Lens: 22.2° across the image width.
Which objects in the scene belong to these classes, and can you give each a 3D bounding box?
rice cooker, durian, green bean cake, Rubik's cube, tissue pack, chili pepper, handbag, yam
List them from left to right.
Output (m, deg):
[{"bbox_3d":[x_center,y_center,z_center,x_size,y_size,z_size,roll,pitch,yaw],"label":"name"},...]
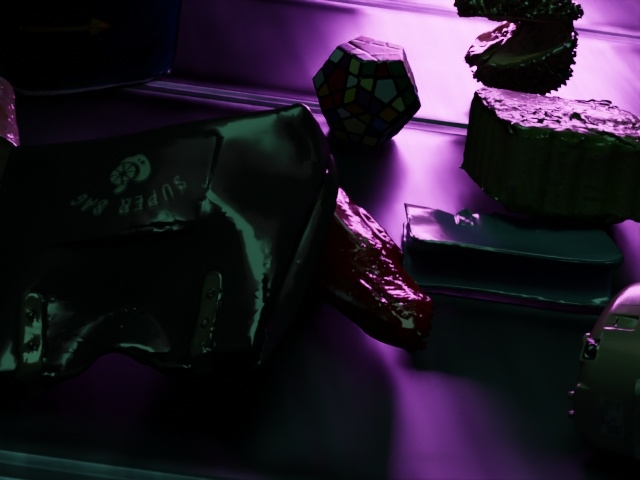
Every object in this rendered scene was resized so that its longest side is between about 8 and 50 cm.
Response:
[{"bbox_3d":[-0.361,-0.121,1.769,0.068,0.068,0.169,0,29,-13],"label":"yam"},{"bbox_3d":[-0.305,-0.419,1.950,0.253,0.417,0.264,-14,36,-34],"label":"tissue pack"},{"bbox_3d":[-0.159,0.019,1.449,0.342,0.152,0.288,-9,42,11],"label":"handbag"},{"bbox_3d":[0.000,0.000,1.598,0.110,0.110,0.387,-11,38,-30],"label":"chili pepper"},{"bbox_3d":[0.056,-0.175,1.916,0.133,0.112,0.133,6,28,-3],"label":"Rubik's cube"},{"bbox_3d":[0.195,0.008,1.687,0.221,0.057,0.144,6,22,0],"label":"handbag"},{"bbox_3d":[0.254,-0.277,2.067,0.167,0.196,0.196,15,30,16],"label":"durian"},{"bbox_3d":[0.268,-0.094,1.793,0.200,0.113,0.214,7,16,-8],"label":"green bean cake"},{"bbox_3d":[0.297,0.115,1.430,0.127,0.145,0.206,9,30,28],"label":"rice cooker"}]
